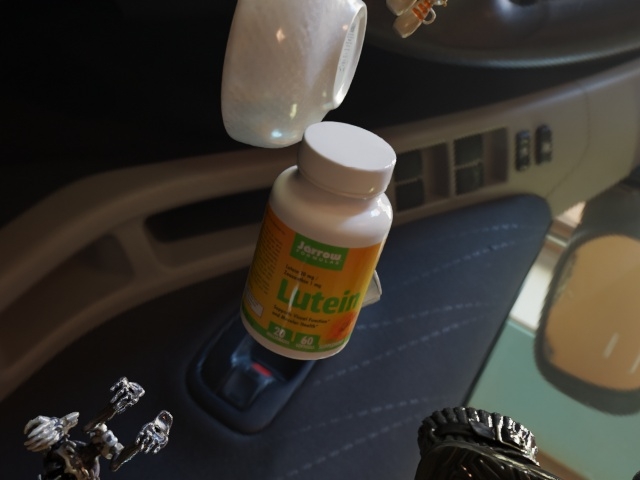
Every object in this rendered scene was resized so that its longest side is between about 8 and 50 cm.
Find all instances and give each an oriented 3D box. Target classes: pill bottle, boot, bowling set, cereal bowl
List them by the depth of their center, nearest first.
[{"bbox_3d":[0.000,0.000,0.930,0.136,0.136,0.245,-31,145,-50],"label":"pill bottle"},{"bbox_3d":[0.281,0.338,1.092,0.131,0.348,0.260,-60,169,3],"label":"boot"},{"bbox_3d":[-0.022,-0.291,1.246,0.339,0.141,0.339,18,90,-81],"label":"cereal bowl"},{"bbox_3d":[0.153,-0.493,1.481,0.154,0.200,0.287,-44,118,3],"label":"bowling set"}]

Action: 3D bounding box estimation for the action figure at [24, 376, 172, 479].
[{"bbox_3d":[-0.341,0.306,1.174,0.276,0.164,0.141,-41,169,25],"label":"action figure"}]

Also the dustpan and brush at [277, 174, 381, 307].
[{"bbox_3d":[-0.018,0.006,1.169,0.147,0.211,0.060,-21,156,-4],"label":"dustpan and brush"}]

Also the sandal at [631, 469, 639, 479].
[{"bbox_3d":[0.367,0.315,0.816,0.107,0.167,0.446,-24,165,26],"label":"sandal"}]
